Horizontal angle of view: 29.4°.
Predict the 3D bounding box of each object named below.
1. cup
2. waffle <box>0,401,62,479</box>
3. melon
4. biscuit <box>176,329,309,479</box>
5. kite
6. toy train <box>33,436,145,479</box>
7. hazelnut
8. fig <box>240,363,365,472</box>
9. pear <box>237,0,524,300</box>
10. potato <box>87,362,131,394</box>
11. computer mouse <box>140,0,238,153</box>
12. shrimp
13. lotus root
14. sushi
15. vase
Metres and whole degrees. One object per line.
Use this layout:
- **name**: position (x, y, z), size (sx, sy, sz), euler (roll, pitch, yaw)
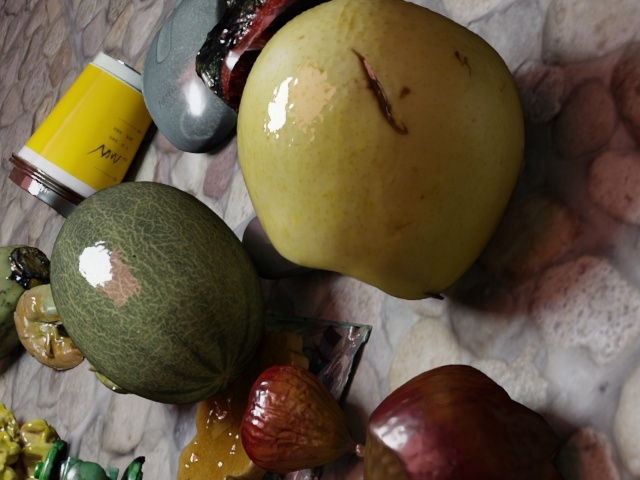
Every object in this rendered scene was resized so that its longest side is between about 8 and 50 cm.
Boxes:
- **cup**: position (-0.392, -0.171, 2.065), size (0.280, 0.196, 0.196), euler (-59, 32, -2)
- **waffle**: position (-0.528, 0.391, 1.922), size (0.324, 0.151, 0.261), euler (0, 75, 59)
- **melon**: position (-0.195, 0.065, 1.473), size (0.302, 0.237, 0.237), euler (45, 109, 35)
- **biscuit**: position (-0.093, 0.216, 1.480), size (0.249, 0.035, 0.184), euler (-62, 30, 3)
- **kite**: position (-0.058, 0.214, 1.476), size (0.368, 0.014, 0.406), euler (-46, 37, 28)
- **toy train**: position (-0.313, 0.373, 1.574), size (0.266, 0.145, 0.202), euler (119, 165, -62)
- **hazelnut**: position (0.127, 0.216, 1.099), size (0.202, 0.160, 0.170), euler (58, 141, 10)
- **fig**: position (-0.024, 0.212, 1.327), size (0.153, 0.119, 0.119), euler (44, 107, 43)
- **pear**: position (0.058, -0.094, 1.254), size (0.309, 0.309, 0.309), euler (-34, 44, 40)
- **potato**: position (-0.248, 0.102, 1.685), size (0.143, 0.169, 0.248), euler (-22, 56, 21)
- **computer mouse**: position (-0.200, -0.300, 1.924), size (0.203, 0.114, 0.374), euler (-44, 37, 32)
- **shrimp**: position (-0.406, 0.132, 1.979), size (0.267, 0.061, 0.145), euler (-18, 85, 33)
- **lotus root**: position (-0.582, 0.126, 2.149), size (0.309, 0.173, 0.173), euler (-49, 36, 26)
- **sushi**: position (-0.074, -0.288, 1.715), size (0.225, 0.136, 0.126), euler (-53, 43, 12)
- **vase**: position (0.000, 0.000, 1.475), size (0.214, 0.086, 0.086), euler (-6, 65, 49)
